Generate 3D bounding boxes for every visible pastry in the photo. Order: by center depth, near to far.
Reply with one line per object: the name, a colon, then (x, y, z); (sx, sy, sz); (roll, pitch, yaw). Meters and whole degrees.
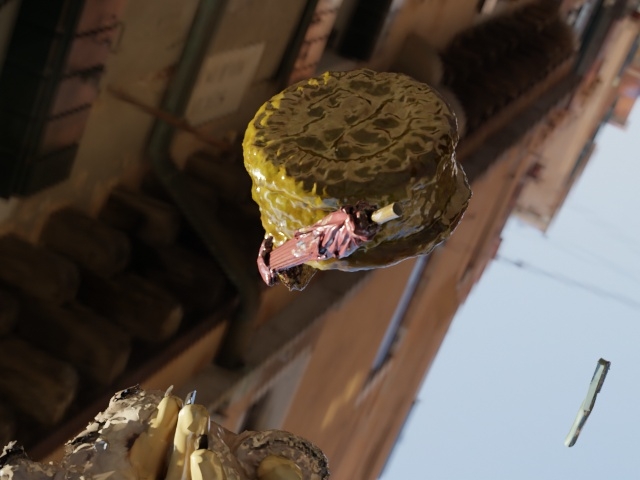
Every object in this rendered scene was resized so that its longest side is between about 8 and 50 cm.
pastry: (0.032, -0.062, 1.129); (0.189, 0.103, 0.188); (-6, -140, 5)

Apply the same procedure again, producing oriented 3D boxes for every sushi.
sushi: (-0.029, 0.013, 1.452); (0.047, 0.050, 0.099); (36, -135, -55)

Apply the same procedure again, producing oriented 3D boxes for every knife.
knife: (0.285, 0.171, 1.413); (0.015, 0.210, 0.028); (38, -115, 20)

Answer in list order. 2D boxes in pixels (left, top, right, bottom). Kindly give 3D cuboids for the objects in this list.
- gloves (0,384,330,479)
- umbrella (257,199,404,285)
gloves: (-0.057, 0.114, 0.550); (0.110, 0.094, 0.144); (17, 169, 22)
umbrella: (0.000, 0.000, 0.741); (0.027, 0.165, 0.025); (49, -118, -8)
